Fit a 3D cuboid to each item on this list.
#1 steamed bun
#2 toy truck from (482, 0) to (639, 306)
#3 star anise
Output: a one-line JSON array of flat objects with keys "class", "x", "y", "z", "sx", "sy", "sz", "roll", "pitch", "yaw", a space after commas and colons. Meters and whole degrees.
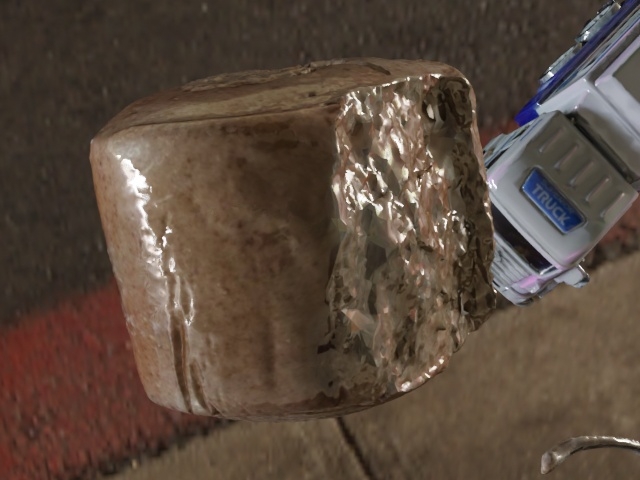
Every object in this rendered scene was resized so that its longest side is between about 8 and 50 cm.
[{"class": "steamed bun", "x": 0.000, "y": 0.000, "z": 0.771, "sx": 0.175, "sy": 0.145, "sz": 0.106, "roll": -20, "pitch": 13, "yaw": -41}, {"class": "toy truck", "x": 0.214, "y": -0.084, "z": 1.408, "sx": 0.124, "sy": 0.155, "sz": 0.268, "roll": 46, "pitch": 68, "yaw": -3}, {"class": "star anise", "x": 0.271, "y": 0.208, "z": 1.460, "sx": 0.227, "sy": 0.148, "sz": 0.218, "roll": 34, "pitch": 17, "yaw": 6}]
